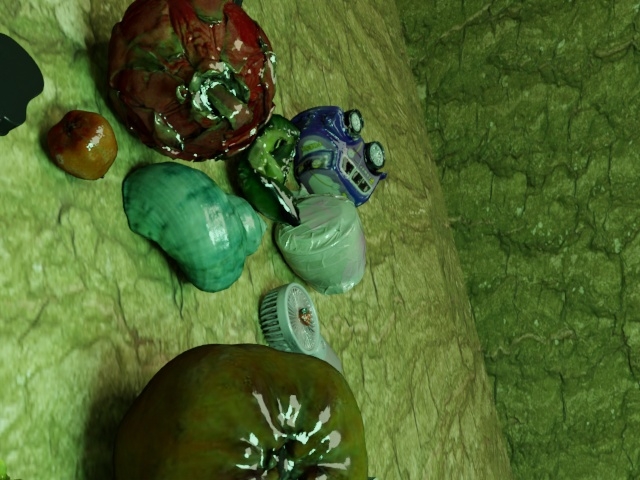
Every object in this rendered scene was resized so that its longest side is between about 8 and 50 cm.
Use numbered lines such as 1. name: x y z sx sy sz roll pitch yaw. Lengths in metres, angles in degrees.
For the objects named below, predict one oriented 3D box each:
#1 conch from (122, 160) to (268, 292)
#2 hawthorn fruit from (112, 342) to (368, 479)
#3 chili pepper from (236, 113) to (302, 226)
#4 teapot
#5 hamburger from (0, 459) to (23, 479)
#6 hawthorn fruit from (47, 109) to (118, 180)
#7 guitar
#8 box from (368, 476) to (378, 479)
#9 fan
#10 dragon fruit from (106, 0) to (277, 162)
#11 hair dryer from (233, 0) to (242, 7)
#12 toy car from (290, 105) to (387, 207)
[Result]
1. conch: -0.163 -0.022 1.055 0.202 0.134 0.196 19 58 -63
2. hawthorn fruit: -0.107 0.245 0.838 0.268 0.301 0.268 11 70 -33
3. chili pepper: -0.099 -0.134 1.362 0.148 0.116 0.264 46 31 -27
4. teapot: -0.008 0.010 1.446 0.163 0.221 0.178 -44 134 -24
5. hamburger: -0.264 0.295 0.490 0.302 0.170 0.302 5 90 -70
6. hawthorn fruit: -0.286 -0.112 0.905 0.093 0.081 0.081 64 19 -55
7. guitar: -0.359 -0.115 0.779 0.084 0.038 0.271 49 31 -43
8. box: 0.015 0.495 1.089 0.270 0.045 0.211 -25 97 -44
9. fan: -0.025 0.178 1.324 0.244 0.074 0.130 55 27 -39
10. dragon fruit: -0.171 -0.229 1.026 0.299 0.244 0.244 39 -10 48
11. hair dryer: -0.158 -0.463 1.449 0.070 0.128 0.255 44 46 -52
12. toy car: 0.023 -0.172 1.607 0.235 0.172 0.158 54 42 -31
